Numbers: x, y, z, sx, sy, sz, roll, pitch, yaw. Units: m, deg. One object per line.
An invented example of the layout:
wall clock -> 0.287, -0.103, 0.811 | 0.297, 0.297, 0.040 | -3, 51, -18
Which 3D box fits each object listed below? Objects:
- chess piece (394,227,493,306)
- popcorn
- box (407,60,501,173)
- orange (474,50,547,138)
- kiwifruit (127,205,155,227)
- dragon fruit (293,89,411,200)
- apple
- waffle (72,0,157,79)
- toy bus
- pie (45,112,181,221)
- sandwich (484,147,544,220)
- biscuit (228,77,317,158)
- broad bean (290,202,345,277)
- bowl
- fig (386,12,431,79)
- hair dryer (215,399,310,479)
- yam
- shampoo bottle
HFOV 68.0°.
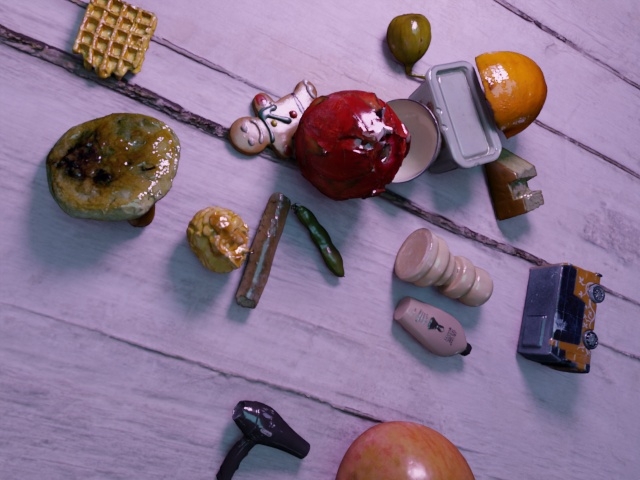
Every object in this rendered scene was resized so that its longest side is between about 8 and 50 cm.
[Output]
chess piece -> 0.384, 0.100, 1.402 | 0.300, 0.167, 0.166 | 28, 74, -19
popcorn -> -0.248, 0.000, 1.177 | 0.170, 0.180, 0.179 | -5, 83, 13
box -> 0.389, -0.355, 1.444 | 0.176, 0.182, 0.311 | -18, 89, -21
orange -> 0.558, -0.447, 1.454 | 0.311, 0.274, 0.273 | -4, 84, -31
kiwifruit -> -0.445, -0.094, 1.163 | 0.076, 0.075, 0.124 | -4, 80, -21
dragon fruit -> 0.078, -0.248, 1.255 | 0.296, 0.302, 0.295 | -17, 117, -37
apple -> 0.217, 0.638, 1.172 | 0.365, 0.364, 0.363 | 3, 82, -20
waffle -> -0.519, -0.501, 1.197 | 0.161, 0.055, 0.210 | 15, 77, -17
toy bus -> 0.763, 0.242, 1.516 | 0.194, 0.162, 0.323 | 21, 75, -16
pie -> -0.491, -0.181, 1.114 | 0.324, 0.070, 0.322 | 3, 62, -6
sandwich -> 0.620, -0.196, 1.540 | 0.122, 0.128, 0.235 | -17, 89, -29
biscuit -> -0.115, -0.330, 1.330 | 0.302, 0.049, 0.196 | -27, 90, -20
broad bean -> 0.001, -0.002, 1.323 | 0.254, 0.047, 0.065 | 57, 31, -9
bowl -> 0.247, -0.285, 1.381 | 0.126, 0.238, 0.237 | -12, 86, -59
fig -> 0.274, -0.611, 1.480 | 0.148, 0.186, 0.142 | -14, 43, -30
hair dryer -> -0.178, 0.551, 1.189 | 0.235, 0.091, 0.271 | 42, 83, -21
yam -> -0.150, 0.025, 1.258 | 0.071, 0.067, 0.317 | 18, 75, -4
shampoo bottle -> 0.339, 0.264, 1.398 | 0.257, 0.078, 0.127 | 33, 72, -14
